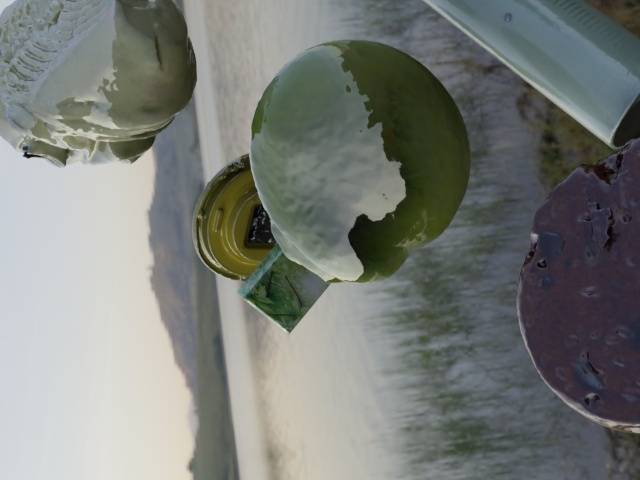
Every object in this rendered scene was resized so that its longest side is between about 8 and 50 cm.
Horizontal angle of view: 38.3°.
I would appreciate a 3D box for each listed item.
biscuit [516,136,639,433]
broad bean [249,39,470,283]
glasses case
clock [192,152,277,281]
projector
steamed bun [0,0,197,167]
[{"bbox_3d":[0.210,0.027,0.586,0.192,0.049,0.192,-9,77,45],"label":"biscuit"},{"bbox_3d":[0.041,-0.077,0.993,0.119,0.238,0.291,-72,-19,-55],"label":"broad bean"},{"bbox_3d":[0.000,0.000,1.338,0.095,0.272,0.062,42,175,-23],"label":"glasses case"},{"bbox_3d":[-0.094,-0.031,1.493,0.057,0.237,0.237,38,139,48],"label":"clock"},{"bbox_3d":[0.233,-0.240,1.014,0.337,0.108,0.108,46,155,26],"label":"projector"},{"bbox_3d":[-0.277,-0.208,1.151,0.206,0.275,0.320,35,-176,-40],"label":"steamed bun"}]
